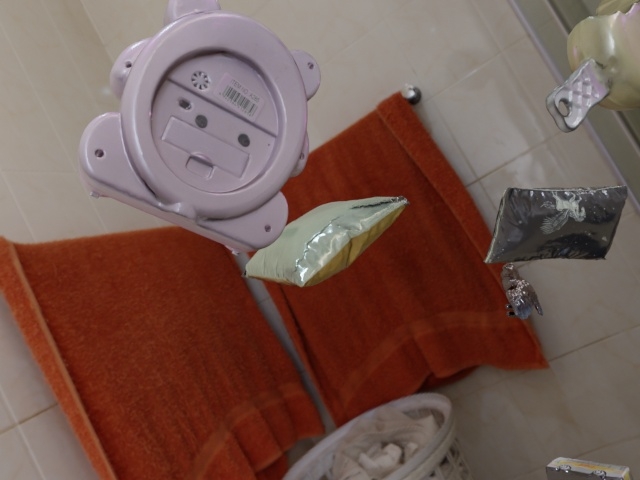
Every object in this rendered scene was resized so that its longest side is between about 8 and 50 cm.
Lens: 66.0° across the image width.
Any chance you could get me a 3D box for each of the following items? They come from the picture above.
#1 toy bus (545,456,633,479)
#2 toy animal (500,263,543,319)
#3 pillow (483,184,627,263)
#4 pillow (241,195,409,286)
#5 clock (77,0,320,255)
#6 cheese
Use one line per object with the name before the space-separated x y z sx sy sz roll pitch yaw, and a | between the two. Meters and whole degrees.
toy bus | 0.602 0.531 1.106 0.072 0.058 0.172 -16 -3 -38
toy animal | 0.653 0.157 1.605 0.116 0.180 0.218 -6 16 26
pillow | 0.363 -0.024 0.758 0.208 0.141 0.055 -3 34 -8
pillow | 0.000 0.000 1.090 0.312 0.119 0.310 -36 20 -23
clock | -0.151 -0.169 0.708 0.113 0.295 0.322 -9 60 63
cheese | 0.382 -0.234 0.652 0.286 0.163 0.082 -38 9 -26
